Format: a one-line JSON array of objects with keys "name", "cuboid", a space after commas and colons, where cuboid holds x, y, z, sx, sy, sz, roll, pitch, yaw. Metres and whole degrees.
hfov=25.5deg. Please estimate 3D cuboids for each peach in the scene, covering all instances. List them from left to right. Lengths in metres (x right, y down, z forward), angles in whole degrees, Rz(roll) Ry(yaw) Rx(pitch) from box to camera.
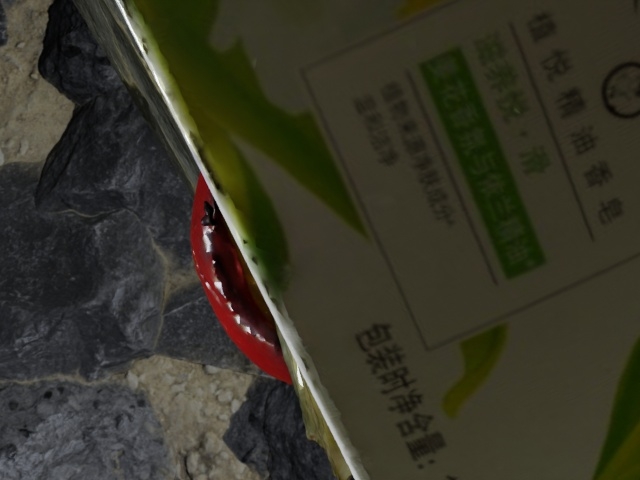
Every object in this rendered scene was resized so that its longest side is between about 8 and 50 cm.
[{"name": "peach", "cuboid": [0.000, 0.000, 1.005, 0.190, 0.196, 0.226, 14, 144, 22]}]

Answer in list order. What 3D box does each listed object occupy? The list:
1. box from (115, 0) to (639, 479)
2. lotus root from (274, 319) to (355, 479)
[{"name": "box", "cuboid": [0.057, -0.049, 0.454, 0.260, 0.194, 0.111, 64, -179, -21]}, {"name": "lotus root", "cuboid": [0.033, -0.013, 0.835, 0.210, 0.142, 0.314, -119, 17, -66]}]
